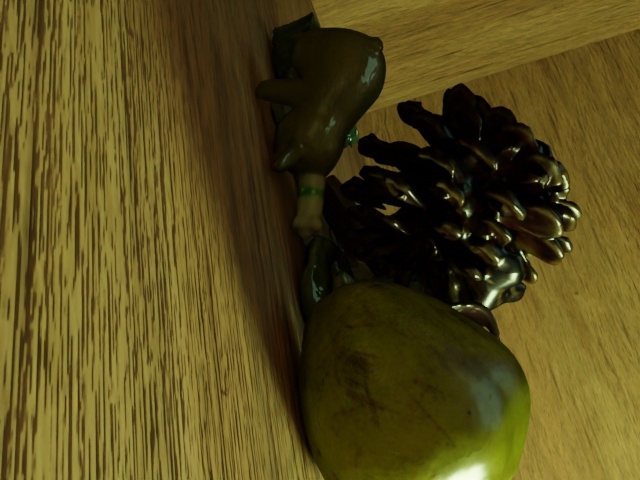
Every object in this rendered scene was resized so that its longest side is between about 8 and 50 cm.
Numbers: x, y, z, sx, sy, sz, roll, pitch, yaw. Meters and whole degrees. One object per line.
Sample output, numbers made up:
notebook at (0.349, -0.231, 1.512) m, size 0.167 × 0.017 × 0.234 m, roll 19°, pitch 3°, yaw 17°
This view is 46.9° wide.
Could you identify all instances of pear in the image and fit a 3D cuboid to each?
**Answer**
pear at (0.102, 0.194, 0.952) m, size 0.375 × 0.287 × 0.287 m, roll 61°, pitch 6°, yaw 10°

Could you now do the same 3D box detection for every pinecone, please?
pinecone at (0.214, -0.060, 1.253) m, size 0.398 × 0.397 × 0.398 m, roll -16°, pitch 90°, yaw -82°

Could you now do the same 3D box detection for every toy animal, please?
toy animal at (-0.020, -0.198, 1.277) m, size 0.181 × 0.180 × 0.363 m, roll 40°, pitch 74°, yaw -41°

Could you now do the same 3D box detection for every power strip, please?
power strip at (-0.054, -0.192, 1.434) m, size 0.080 × 0.029 × 0.227 m, roll -83°, pitch 156°, yaw -65°

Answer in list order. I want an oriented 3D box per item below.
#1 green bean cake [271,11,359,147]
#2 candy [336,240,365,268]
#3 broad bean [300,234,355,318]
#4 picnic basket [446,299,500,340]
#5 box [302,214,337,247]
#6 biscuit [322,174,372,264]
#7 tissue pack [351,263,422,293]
green bean cake at (-0.017, -0.336, 1.610) m, size 0.255 × 0.132 × 0.241 m, roll 63°, pitch 14°, yaw -46°
candy at (0.079, 0.041, 1.646) m, size 0.085 × 0.095 × 0.110 m, roll -37°, pitch 131°, yaw -36°
broad bean at (0.009, 0.069, 1.215) m, size 0.207 × 0.072 × 0.153 m, roll -57°, pitch 125°, yaw -78°
picnic basket at (0.139, 0.216, 1.157) m, size 0.129 × 0.297 × 0.222 m, roll 168°, pitch -94°, yaw -80°
box at (0.000, 0.000, 1.385) m, size 0.154 × 0.040 × 0.084 m, roll 59°, pitch 16°, yaw -57°
biscuit at (0.052, -0.047, 1.490) m, size 0.212 × 0.041 × 0.239 m, roll 45°, pitch -18°, yaw 41°
tissue pack at (0.173, 0.259, 1.464) m, size 0.297 × 0.207 × 0.380 m, roll -100°, pitch 170°, yaw -47°
